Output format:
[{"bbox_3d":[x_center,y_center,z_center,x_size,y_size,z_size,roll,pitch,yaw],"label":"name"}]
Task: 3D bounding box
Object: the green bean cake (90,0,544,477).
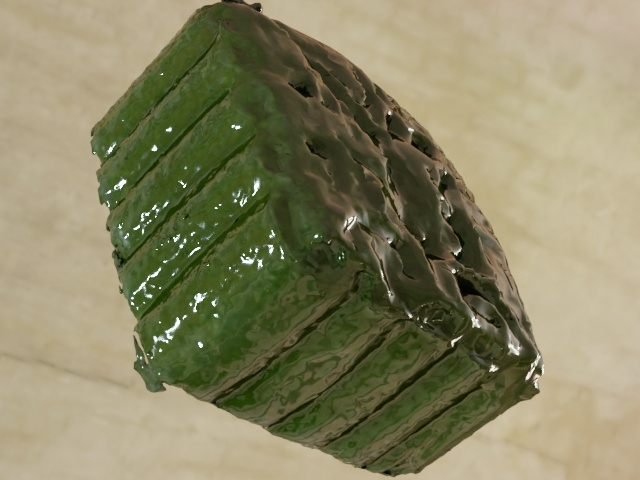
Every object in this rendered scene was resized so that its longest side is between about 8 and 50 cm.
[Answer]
[{"bbox_3d":[0.000,0.000,0.902,0.250,0.156,0.247,28,-150,-39],"label":"green bean cake"}]
